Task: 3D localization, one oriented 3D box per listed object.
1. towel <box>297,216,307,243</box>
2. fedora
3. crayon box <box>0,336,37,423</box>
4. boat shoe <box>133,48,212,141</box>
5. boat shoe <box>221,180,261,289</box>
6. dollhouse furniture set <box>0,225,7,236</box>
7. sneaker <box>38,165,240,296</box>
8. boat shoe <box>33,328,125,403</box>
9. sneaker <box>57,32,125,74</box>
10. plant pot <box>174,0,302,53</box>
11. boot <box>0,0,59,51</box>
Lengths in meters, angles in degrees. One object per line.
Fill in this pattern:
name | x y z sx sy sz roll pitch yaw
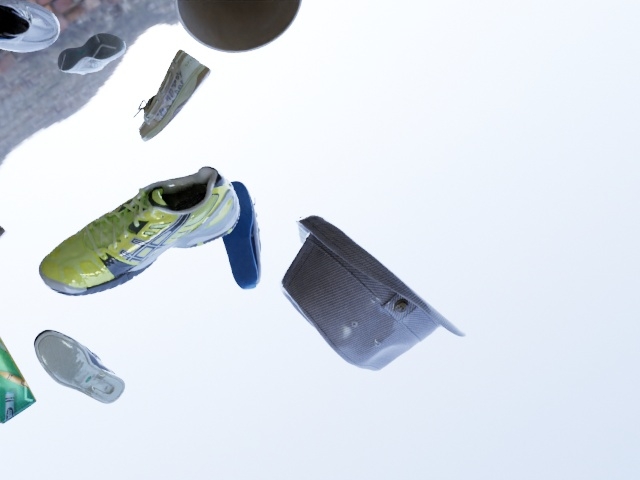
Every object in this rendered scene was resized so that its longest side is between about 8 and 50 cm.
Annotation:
towel | 0.000 0.000 1.542 0.113 0.152 0.023 33 -105 9
fedora | 0.049 0.087 0.907 0.124 0.275 0.243 -51 -142 -2
crayon box | -0.680 0.209 1.351 0.081 0.279 0.165 -34 -155 -32
boat shoe | -0.365 -0.342 1.636 0.285 0.089 0.105 -38 -162 37
boat shoe | -0.195 -0.012 1.643 0.108 0.089 0.259 -2 -87 8
dollhouse furniture set | -0.931 0.013 1.707 0.242 0.161 0.212 -51 -164 -14
sneaker | -0.338 -0.033 1.262 0.384 0.147 0.145 -28 -119 -16
boat shoe | -0.493 0.249 1.379 0.084 0.233 0.079 -48 -136 -13
sneaker | -0.435 -0.361 1.334 0.152 0.061 0.054 -10 -96 24
plant pot | -0.189 -0.579 1.429 0.256 0.257 0.274 -19 -126 4
boot | -0.527 -0.363 1.166 0.123 0.095 0.258 20 -160 27
